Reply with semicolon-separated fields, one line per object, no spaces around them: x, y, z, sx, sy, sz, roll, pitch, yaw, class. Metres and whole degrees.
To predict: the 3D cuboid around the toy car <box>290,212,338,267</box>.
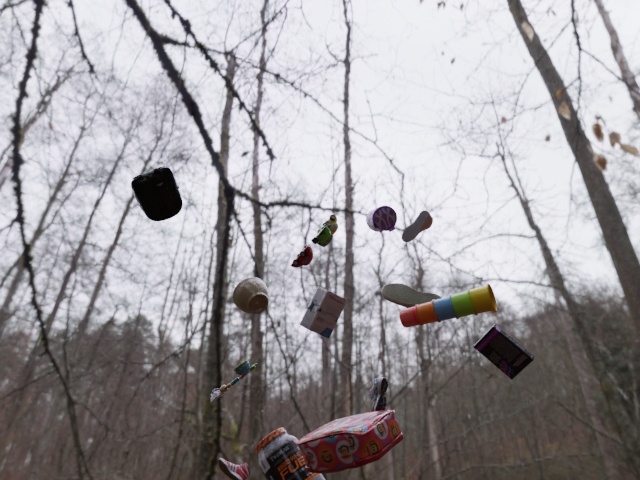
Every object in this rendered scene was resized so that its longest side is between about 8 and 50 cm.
0.000;0.000;1.637;0.053;0.239;0.225;40;-11;-3;toy car

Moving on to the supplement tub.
-0.120;0.934;1.997;0.193;0.316;0.194;-33;-28;-20;supplement tub

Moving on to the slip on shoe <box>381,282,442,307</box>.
0.446;0.297;2.443;0.331;0.123;0.101;15;-40;-17;slip on shoe

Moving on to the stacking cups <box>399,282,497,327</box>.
0.418;0.221;1.654;0.316;0.096;0.096;-16;-39;27;stacking cups

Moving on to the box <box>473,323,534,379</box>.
0.612;0.373;1.656;0.162;0.029;0.116;42;-53;17;box

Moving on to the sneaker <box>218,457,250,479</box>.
-0.301;0.798;1.741;0.118;0.067;0.042;35;-56;20;sneaker

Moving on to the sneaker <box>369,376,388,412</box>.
0.199;0.548;1.736;0.058;0.135;0.052;-8;-30;46;sneaker

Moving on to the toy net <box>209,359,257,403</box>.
-0.362;0.565;1.991;0.232;0.045;0.122;-41;-8;5;toy net

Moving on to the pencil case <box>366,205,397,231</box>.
0.205;-0.070;1.658;0.086;0.206;0.088;-38;-88;1;pencil case

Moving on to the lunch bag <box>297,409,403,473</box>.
0.101;0.614;1.546;0.293;0.120;0.258;-26;-10;35;lunch bag

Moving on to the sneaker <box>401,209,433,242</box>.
0.348;-0.041;1.749;0.134;0.051;0.070;-52;-36;10;sneaker

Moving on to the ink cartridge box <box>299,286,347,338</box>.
0.014;0.321;2.208;0.139;0.191;0.082;32;-10;-41;ink cartridge box

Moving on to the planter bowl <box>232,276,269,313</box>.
-0.292;0.257;2.175;0.162;0.109;0.162;-13;-63;-26;planter bowl

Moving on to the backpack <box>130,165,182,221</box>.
-0.616;-0.168;1.885;0.165;0.189;0.144;-26;8;-19;backpack
